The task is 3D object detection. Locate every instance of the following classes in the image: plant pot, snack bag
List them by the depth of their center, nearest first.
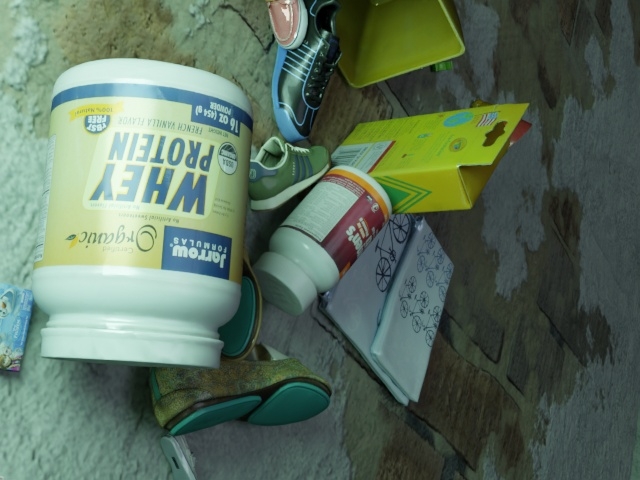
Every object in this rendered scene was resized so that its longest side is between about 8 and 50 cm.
[{"bbox_3d":[0.112,-0.418,1.536,0.212,0.212,0.187,53,35,-39],"label":"plant pot"},{"bbox_3d":[0.134,0.080,1.661,0.342,0.037,0.323,52,48,-39],"label":"snack bag"}]

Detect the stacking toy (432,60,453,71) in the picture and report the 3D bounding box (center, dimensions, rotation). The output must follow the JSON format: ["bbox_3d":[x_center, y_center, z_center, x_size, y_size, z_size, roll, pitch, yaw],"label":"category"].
[{"bbox_3d":[0.202,-0.414,1.784,0.221,0.052,0.166,-14,99,-55],"label":"stacking toy"}]

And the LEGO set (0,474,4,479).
[{"bbox_3d":[-0.373,0.311,0.894,0.244,0.060,0.182,35,63,-49],"label":"LEGO set"}]

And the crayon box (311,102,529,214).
[{"bbox_3d":[0.167,-0.127,1.476,0.202,0.319,0.081,-51,128,-44],"label":"crayon box"}]

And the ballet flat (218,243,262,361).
[{"bbox_3d":[-0.113,0.057,1.224,0.073,0.080,0.232,48,26,-60],"label":"ballet flat"}]

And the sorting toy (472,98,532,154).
[{"bbox_3d":[0.313,-0.199,1.914,0.126,0.127,0.365,49,45,-1],"label":"sorting toy"}]

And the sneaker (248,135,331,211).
[{"bbox_3d":[-0.049,-0.121,1.385,0.192,0.064,0.086,-42,126,-45],"label":"sneaker"}]

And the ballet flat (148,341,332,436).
[{"bbox_3d":[-0.104,0.192,1.256,0.349,0.123,0.123,10,79,-57],"label":"ballet flat"}]

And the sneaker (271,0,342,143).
[{"bbox_3d":[-0.016,-0.269,1.424,0.081,0.091,0.232,12,77,-54],"label":"sneaker"}]

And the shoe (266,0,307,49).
[{"bbox_3d":[-0.072,-0.379,1.381,0.081,0.064,0.177,1,81,-54],"label":"shoe"}]

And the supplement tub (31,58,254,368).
[{"bbox_3d":[-0.196,-0.019,1.023,0.228,0.228,0.316,16,74,-54],"label":"supplement tub"}]

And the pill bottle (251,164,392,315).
[{"bbox_3d":[0.000,0.000,1.368,0.221,0.121,0.121,-50,128,-26],"label":"pill bottle"}]

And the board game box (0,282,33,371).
[{"bbox_3d":[-0.352,0.088,0.972,0.090,0.020,0.090,24,68,-51],"label":"board game box"}]

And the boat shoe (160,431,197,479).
[{"bbox_3d":[-0.176,0.291,1.198,0.035,0.035,0.100,-36,110,-47],"label":"boat shoe"}]
